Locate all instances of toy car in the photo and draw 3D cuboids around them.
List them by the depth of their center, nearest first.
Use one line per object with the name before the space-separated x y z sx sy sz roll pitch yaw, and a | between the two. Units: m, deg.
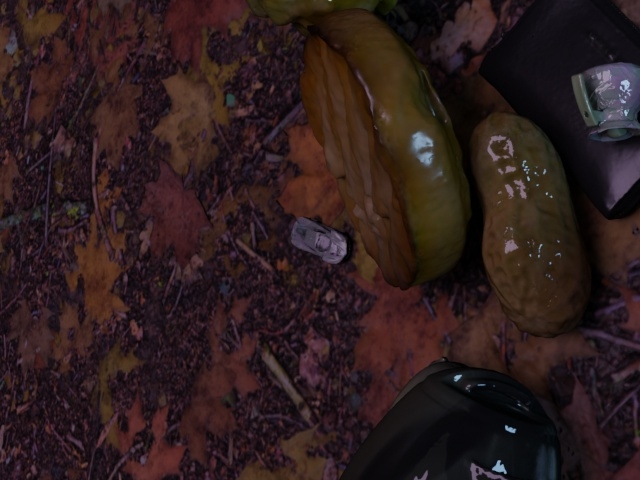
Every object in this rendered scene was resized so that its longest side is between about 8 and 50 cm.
toy car | 0.000 0.000 1.379 0.093 0.025 0.041 24 101 45

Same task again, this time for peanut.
peanut | 0.198 -0.017 1.106 0.095 0.108 0.226 -15 84 34

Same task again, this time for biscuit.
biscuit | 0.069 -0.097 1.186 0.296 0.102 0.296 160 90 -81

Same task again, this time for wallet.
wallet | 0.262 -0.150 1.127 0.149 0.044 0.250 -49 52 24

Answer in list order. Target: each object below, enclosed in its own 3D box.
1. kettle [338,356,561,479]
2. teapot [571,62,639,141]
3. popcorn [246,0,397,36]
kettle | 0.104 0.267 1.123 0.321 0.228 0.324 -135 66 -75
teapot | 0.260 -0.125 1.043 0.064 0.083 0.064 -14 75 53
popcorn | -0.012 -0.349 1.291 0.215 0.252 0.286 -51 19 15
